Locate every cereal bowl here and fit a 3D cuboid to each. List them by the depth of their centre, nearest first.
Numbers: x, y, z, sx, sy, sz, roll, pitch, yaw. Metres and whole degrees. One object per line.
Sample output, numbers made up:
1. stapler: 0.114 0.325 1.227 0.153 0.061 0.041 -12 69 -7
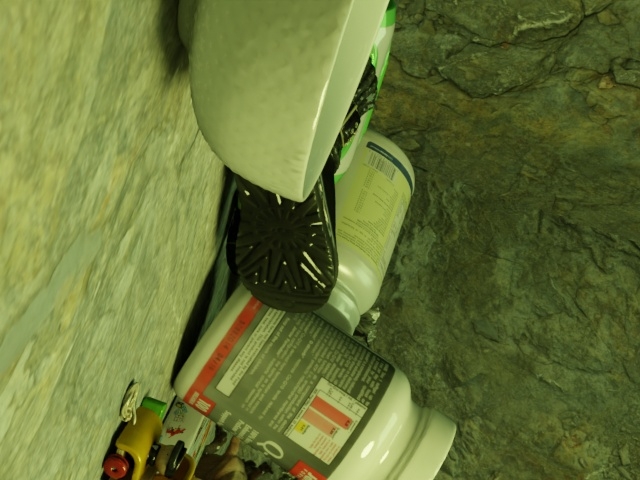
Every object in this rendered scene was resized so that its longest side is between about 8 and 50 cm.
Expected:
1. cereal bowl: -0.022 -0.209 0.886 0.339 0.141 0.339 19 90 -87

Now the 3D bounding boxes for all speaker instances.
1. speaker: 0.020 -0.235 1.674 0.131 0.131 0.296 -66 175 -59

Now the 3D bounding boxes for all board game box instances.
1. board game box: -0.212 0.314 1.658 0.305 0.053 0.193 -67 176 -50

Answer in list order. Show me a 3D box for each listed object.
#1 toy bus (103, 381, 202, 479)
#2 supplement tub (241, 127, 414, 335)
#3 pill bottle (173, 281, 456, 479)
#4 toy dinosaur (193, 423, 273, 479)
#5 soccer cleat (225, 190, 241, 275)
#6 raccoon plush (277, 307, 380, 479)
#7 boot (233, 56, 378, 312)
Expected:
1. toy bus: -0.193 0.279 1.272 0.202 0.104 0.191 101 9 -75
2. supplement tub: 0.009 -0.012 1.857 0.235 0.235 0.324 104 6 -61
3. pill bottle: -0.005 0.226 1.551 0.210 0.363 0.210 -56 179 -1
4. toy dinosaur: -0.198 0.414 1.893 0.200 0.127 0.296 -37 -174 -27
5. soccer cleat: -0.099 -0.037 1.525 0.072 0.060 0.178 -5 113 -70
6. raccoon plush: 0.035 0.344 1.908 0.446 0.216 0.299 -57 169 -57
7. boot: -0.013 -0.100 1.439 0.260 0.131 0.348 -68 164 -45
